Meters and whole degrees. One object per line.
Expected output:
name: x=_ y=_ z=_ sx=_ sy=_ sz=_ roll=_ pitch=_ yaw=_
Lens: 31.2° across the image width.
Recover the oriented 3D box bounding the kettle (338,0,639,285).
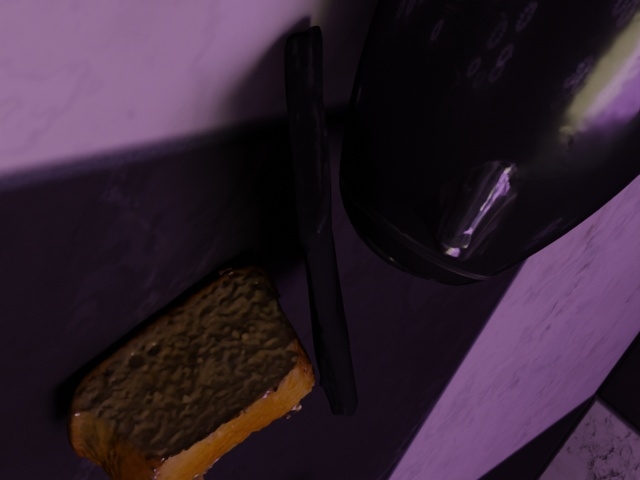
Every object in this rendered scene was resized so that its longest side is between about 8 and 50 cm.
kettle: x=0.123 y=-0.113 z=0.717 sx=0.290 sy=0.207 sz=0.268 roll=-59 pitch=-171 yaw=21

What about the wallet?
wallet: x=0.001 y=0.000 z=0.760 sx=0.030 sy=0.146 sz=0.285 roll=-4 pitch=150 yaw=2

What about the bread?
bread: x=-0.080 y=0.095 z=0.779 sx=0.187 sy=0.103 sz=0.065 roll=-32 pitch=151 yaw=-25
